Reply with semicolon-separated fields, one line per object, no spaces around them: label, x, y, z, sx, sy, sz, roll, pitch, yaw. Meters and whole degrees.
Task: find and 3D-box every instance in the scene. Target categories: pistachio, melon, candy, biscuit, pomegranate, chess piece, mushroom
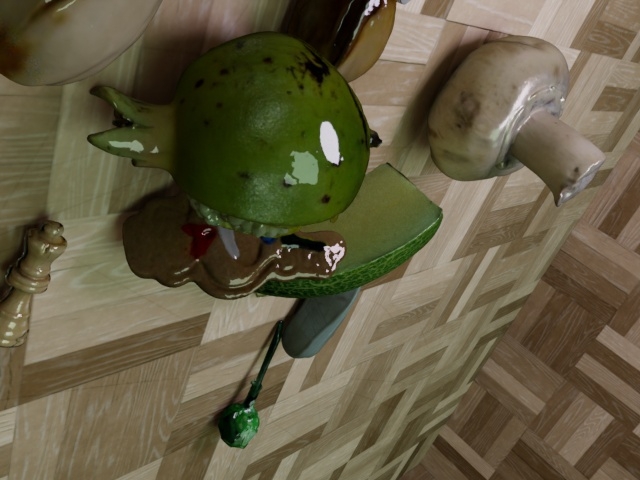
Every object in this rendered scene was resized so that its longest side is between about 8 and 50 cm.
pistachio;-0.213;-0.230;0.533;0.215;0.144;0.144;-49;150;0
pistachio;0.038;-0.302;0.801;0.131;0.165;0.210;28;120;-21
melon;0.000;0.000;1.062;0.344;0.331;0.226;-34;110;-13
candy;-0.140;0.317;1.333;0.097;0.097;0.323;3;115;-54
biscuit;-0.114;-0.003;0.862;0.320;0.047;0.183;16;77;-18
pomegranate;-0.097;-0.127;0.722;0.341;0.260;0.260;4;125;-26
chess piece;-0.363;0.049;0.744;0.060;0.060;0.171;10;114;-57
mushroom;0.386;-0.211;1.159;0.315;0.336;0.314;-28;149;-19

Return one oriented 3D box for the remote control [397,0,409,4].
remote control;0.125;-0.454;0.830;0.103;0.034;0.250;-43;149;-11

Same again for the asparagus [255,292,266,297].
asparagus;-0.049;0.077;1.195;0.179;0.045;0.041;-21;179;-34

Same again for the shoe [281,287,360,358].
shoe;0.012;0.148;1.305;0.251;0.103;0.100;-54;158;11
